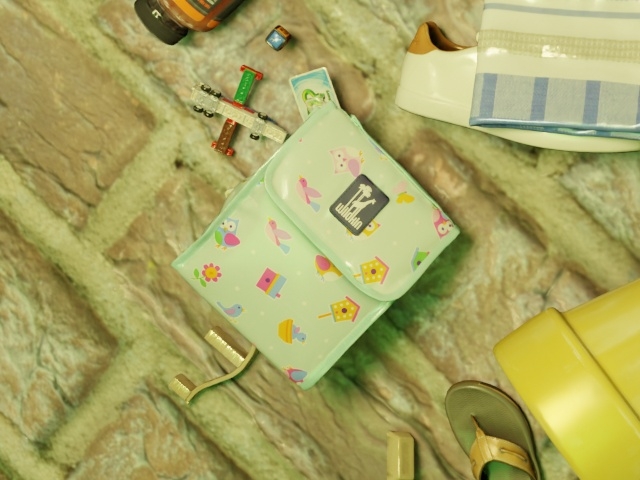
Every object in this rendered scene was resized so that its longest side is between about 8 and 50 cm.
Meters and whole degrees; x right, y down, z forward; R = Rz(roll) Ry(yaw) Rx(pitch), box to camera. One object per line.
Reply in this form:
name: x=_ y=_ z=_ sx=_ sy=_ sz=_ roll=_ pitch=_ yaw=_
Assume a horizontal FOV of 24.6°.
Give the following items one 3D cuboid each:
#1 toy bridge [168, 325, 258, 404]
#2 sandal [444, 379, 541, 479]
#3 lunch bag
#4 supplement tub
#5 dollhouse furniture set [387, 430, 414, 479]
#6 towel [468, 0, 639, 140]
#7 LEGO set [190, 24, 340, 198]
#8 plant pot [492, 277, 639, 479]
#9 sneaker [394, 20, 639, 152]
toy bridge: x=-0.113 y=0.133 z=1.810 sx=0.063 sy=0.026 sz=0.188 roll=40 pitch=108 yaw=9
sandal: x=0.205 y=0.265 z=1.694 sx=0.090 sy=0.060 sz=0.219 roll=-16 pitch=92 yaw=21
lunch bag: x=0.000 y=0.000 z=1.668 sx=0.223 sy=0.160 sz=0.262 roll=45 pitch=108 yaw=-2
supplement tub: x=-0.126 y=-0.315 z=1.705 sx=0.198 sy=0.106 sz=0.106 roll=-39 pitch=84 yaw=20
dollhouse furniture set: x=0.102 y=0.290 z=1.764 sx=0.081 sy=0.091 sz=0.114 roll=-26 pitch=60 yaw=61
towel: x=0.273 y=-0.249 z=1.549 sx=0.209 sy=0.034 sz=0.285 roll=6 pitch=78 yaw=16
LEGO set: x=-0.047 y=-0.128 z=1.746 sx=0.182 sy=0.060 sz=0.244 roll=-15 pitch=104 yaw=21
plant pot: x=0.348 y=0.145 z=1.540 sx=0.239 sy=0.254 sz=0.254 roll=-37 pitch=84 yaw=5
sneaker: x=0.223 y=-0.172 z=1.597 sx=0.290 sy=0.106 sz=0.123 roll=16 pitch=106 yaw=19
